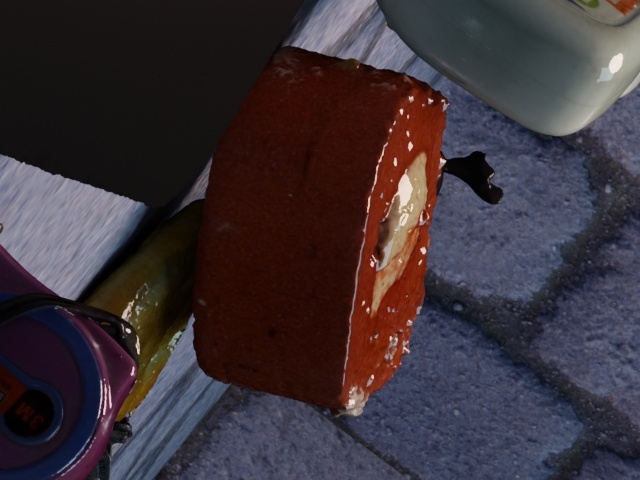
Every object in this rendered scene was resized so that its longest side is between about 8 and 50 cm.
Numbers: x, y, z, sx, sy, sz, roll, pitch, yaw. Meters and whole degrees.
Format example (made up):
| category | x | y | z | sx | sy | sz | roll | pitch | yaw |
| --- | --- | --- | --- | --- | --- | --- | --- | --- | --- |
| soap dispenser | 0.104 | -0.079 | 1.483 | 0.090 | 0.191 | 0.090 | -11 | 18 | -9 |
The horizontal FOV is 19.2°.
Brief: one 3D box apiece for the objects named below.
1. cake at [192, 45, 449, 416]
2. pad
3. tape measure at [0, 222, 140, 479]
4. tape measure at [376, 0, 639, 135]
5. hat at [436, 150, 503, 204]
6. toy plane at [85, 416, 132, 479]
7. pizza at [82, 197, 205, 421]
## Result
| category | x | y | z | sx | sy | sz | roll | pitch | yaw |
| --- | --- | --- | --- | --- | --- | --- | --- | --- | --- |
| cake | 0.000 | 0.000 | 1.430 | 0.177 | 0.151 | 0.283 | -57 | 158 | -59 |
| pad | -0.049 | -0.173 | 0.748 | 0.315 | 0.063 | 0.375 | -57 | 169 | 1 |
| tape measure | -0.156 | 0.073 | 0.950 | 0.125 | 0.118 | 0.074 | -49 | 174 | -14 |
| tape measure | 0.149 | -0.199 | 1.469 | 0.246 | 0.243 | 0.125 | -39 | 165 | -50 |
| hat | 0.054 | -0.037 | 2.032 | 0.238 | 0.209 | 0.336 | -51 | 176 | 12 |
| toy plane | -0.205 | 0.183 | 1.685 | 0.246 | 0.078 | 0.169 | 121 | -22 | -56 |
| pizza | -0.154 | 0.074 | 1.459 | 0.292 | 0.058 | 0.197 | -52 | 168 | -28 |
